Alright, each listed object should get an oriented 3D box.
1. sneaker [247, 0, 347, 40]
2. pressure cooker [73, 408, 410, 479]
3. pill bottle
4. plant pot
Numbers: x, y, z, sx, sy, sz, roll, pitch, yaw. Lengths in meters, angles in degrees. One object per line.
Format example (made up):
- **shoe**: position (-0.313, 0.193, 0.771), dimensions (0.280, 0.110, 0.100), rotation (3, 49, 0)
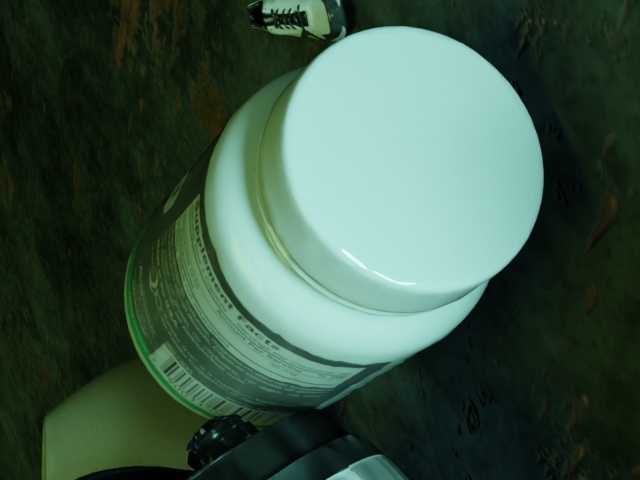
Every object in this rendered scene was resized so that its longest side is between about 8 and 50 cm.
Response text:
- **sneaker**: position (-0.017, -0.167, 1.316), dimensions (0.109, 0.043, 0.040), rotation (14, 117, 60)
- **pressure cooker**: position (-0.032, 0.323, 1.224), dimensions (0.420, 0.375, 0.370), rotation (46, 152, 15)
- **pill bottle**: position (0.000, 0.000, 1.203), dimensions (0.204, 0.204, 0.361), rotation (68, 155, 8)
- **plant pot**: position (-0.157, 0.224, 1.591), dimensions (0.284, 0.191, 0.284), rotation (-179, 90, -79)
